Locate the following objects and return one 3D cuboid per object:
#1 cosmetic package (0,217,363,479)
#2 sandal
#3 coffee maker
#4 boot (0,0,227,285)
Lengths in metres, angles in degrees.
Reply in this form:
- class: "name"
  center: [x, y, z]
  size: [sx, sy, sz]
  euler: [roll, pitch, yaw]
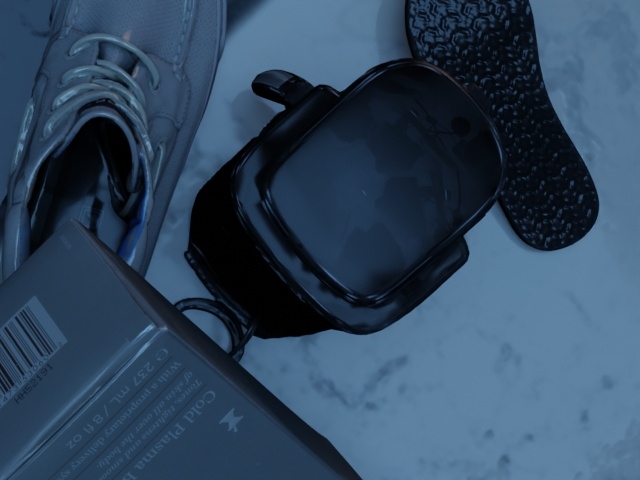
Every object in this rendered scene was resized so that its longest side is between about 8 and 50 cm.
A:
- class: "cosmetic package"
  center: [-0.072, 0.111, 0.907]
  size: [0.127, 0.107, 0.238]
  euler: [-46, 133, 0]
- class: "sandal"
  center: [0.092, -0.077, 1.046]
  size: [0.067, 0.040, 0.179]
  euler: [-26, 106, -4]
- class: "coffee maker"
  center: [0.000, 0.000, 0.951]
  size: [0.120, 0.178, 0.171]
  euler: [26, 83, -7]
- class: "boot"
  center: [-0.098, -0.060, 0.965]
  size: [0.095, 0.123, 0.258]
  euler: [12, 85, -9]
